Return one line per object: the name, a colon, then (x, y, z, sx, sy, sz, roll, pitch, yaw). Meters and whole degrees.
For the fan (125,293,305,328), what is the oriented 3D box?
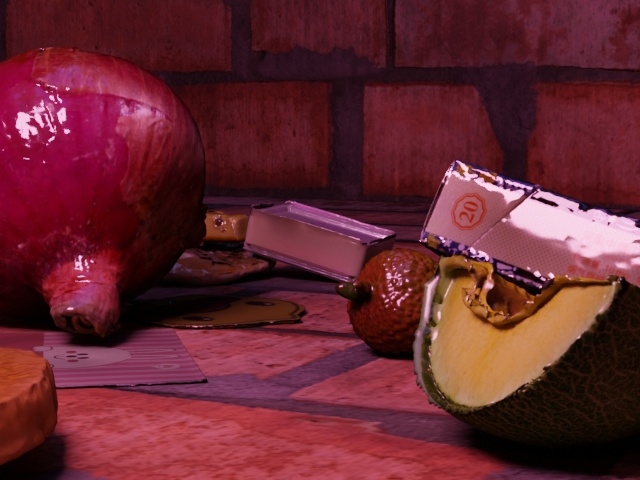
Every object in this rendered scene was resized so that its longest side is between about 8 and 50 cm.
fan: (-0.163, 0.083, 1.715, 0.335, 0.011, 0.229, 6, 8, 33)

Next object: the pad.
pad: (-0.232, 0.117, 1.401, 0.202, 0.005, 0.300, -1, 6, -11)

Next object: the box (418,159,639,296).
box: (0.261, 0.039, 1.167, 0.310, 0.084, 0.198, 22, -4, 37)

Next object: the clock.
clock: (0.000, 0.000, 2.055, 0.192, 0.071, 0.147, 17, 11, 19)

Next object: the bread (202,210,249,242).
bread: (-0.204, -0.024, 2.127, 0.226, 0.049, 0.088, 3, 5, 27)

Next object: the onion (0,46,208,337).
onion: (-0.287, -0.024, 1.567, 0.347, 0.348, 0.385, -2, 42, -16)

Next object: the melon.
melon: (0.184, 0.103, 1.039, 0.169, 0.129, 0.265, 28, -9, -20)

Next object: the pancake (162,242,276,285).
pancake: (-0.206, 0.027, 2.068, 0.282, 0.049, 0.282, 3, 5, 0)

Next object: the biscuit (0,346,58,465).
biscuit: (-0.367, 0.133, 0.944, 0.365, 0.062, 0.385, -1, 5, 14)

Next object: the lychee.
lychee: (0.083, 0.065, 1.415, 0.146, 0.114, 0.114, 20, -6, -32)
